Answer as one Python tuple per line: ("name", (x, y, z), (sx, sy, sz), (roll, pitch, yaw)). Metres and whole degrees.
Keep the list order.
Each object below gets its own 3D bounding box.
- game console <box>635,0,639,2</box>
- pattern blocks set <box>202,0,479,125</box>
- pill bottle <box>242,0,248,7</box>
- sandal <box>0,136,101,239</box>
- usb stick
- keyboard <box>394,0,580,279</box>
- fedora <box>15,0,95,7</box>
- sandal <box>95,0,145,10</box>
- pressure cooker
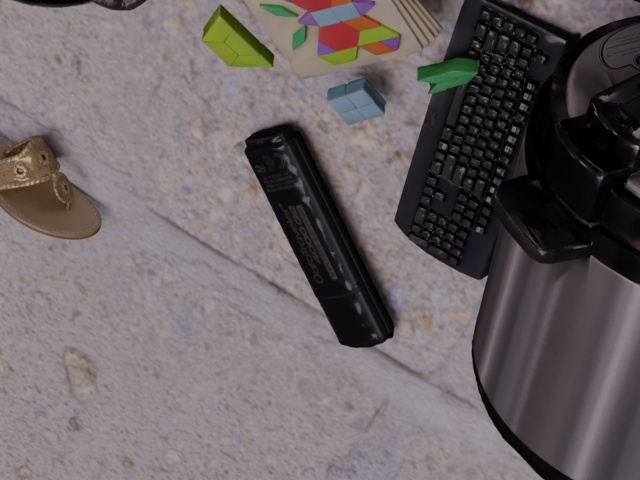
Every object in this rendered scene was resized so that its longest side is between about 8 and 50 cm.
("game console", (0.191, -0.406, 1.475), (0.386, 0.060, 0.342), (30, 127, 34))
("pattern blocks set", (0.012, -0.223, 1.685), (0.285, 0.026, 0.325), (-22, 137, 36))
("pill bottle", (-0.017, -0.307, 1.722), (0.103, 0.103, 0.184), (24, 129, 13))
("sandal", (-0.354, -0.094, 2.066), (0.240, 0.088, 0.079), (34, 137, 11))
("usb stick", (0.000, 0.000, 1.963), (0.077, 0.045, 0.278), (-8, 117, 41))
("keyboard", (0.195, -0.083, 1.808), (0.201, 0.033, 0.317), (25, 131, 12))
("fedora", (-0.295, -0.386, 1.717), (0.334, 0.152, 0.334), (1, 92, 21))
("sandal", (-0.258, -0.368, 1.832), (0.120, 0.086, 0.303), (-42, 78, 17))
("pressure cooker", (0.345, -0.002, 1.557), (0.375, 0.370, 0.420), (20, 132, 12))
